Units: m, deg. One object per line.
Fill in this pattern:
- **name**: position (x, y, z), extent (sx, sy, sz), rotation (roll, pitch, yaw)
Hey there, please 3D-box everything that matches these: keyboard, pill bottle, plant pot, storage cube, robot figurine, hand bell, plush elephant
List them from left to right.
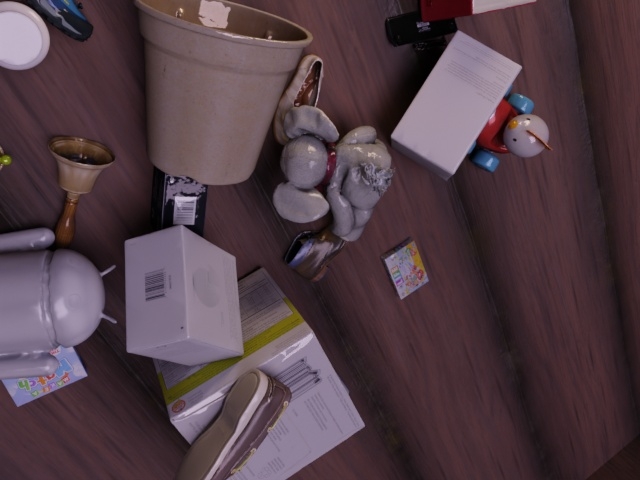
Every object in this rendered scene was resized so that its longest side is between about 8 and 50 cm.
- **pill bottle**: position (-0.529, -0.354, 1.017), extent (0.112, 0.187, 0.111), rotation (-10, 114, -23)
- **robot figurine**: position (-0.586, 0.120, 1.158), extent (0.354, 0.200, 0.299), rotation (-4, 78, -12)
- **hand bell**: position (-0.509, -0.077, 1.210), extent (0.126, 0.126, 0.241), rotation (7, 119, -30)
- **plant pot**: position (-0.214, -0.290, 1.157), extent (0.334, 0.333, 0.305), rotation (1, 122, -28)
- **plush elephant**: position (0.016, -0.157, 1.344), extent (0.256, 0.330, 0.271), rotation (17, 89, -2)
- **keyboard**: position (0.248, -0.513, 1.453), extent (0.192, 0.038, 0.100), rotation (-18, 94, -19)
- **storage cube**: position (0.356, -0.616, 1.351), extent (0.215, 0.193, 0.183), rotation (-17, 111, -19)

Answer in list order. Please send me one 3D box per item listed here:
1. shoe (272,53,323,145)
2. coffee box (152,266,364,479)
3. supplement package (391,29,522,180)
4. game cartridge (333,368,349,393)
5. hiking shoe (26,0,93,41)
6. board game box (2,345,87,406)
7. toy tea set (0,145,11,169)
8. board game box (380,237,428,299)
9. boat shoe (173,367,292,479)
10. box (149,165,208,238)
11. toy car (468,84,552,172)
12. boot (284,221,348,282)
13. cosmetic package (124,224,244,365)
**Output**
- **shoe**: position (-0.049, -0.321, 1.356), extent (0.077, 0.058, 0.218), rotation (15, 103, -31)
- **coffee box**: position (-0.161, 0.334, 1.406), extent (0.338, 0.334, 0.337), rotation (-31, 122, -10)
- **supplement package**: position (0.321, -0.319, 1.442), extent (0.178, 0.175, 0.292), rotation (33, 94, 6)
- **game cartridge**: position (-0.077, 0.460, 1.672), extent (0.297, 0.062, 0.198), rotation (-38, 127, -9)
- **hiking shoe**: position (-0.491, -0.494, 1.023), extent (0.132, 0.113, 0.304), rotation (-41, 123, -6)
- **board game box**: position (-0.634, 0.246, 1.302), extent (0.160, 0.039, 0.211), rotation (-23, 120, -18)
- **toy tea set**: position (-0.743, -0.100, 1.050), extent (0.336, 0.124, 0.199), rotation (3, 109, -28)
- **board game box**: position (0.243, 0.082, 1.693), extent (0.104, 0.026, 0.154), rotation (-33, 122, -11)
- **boat shoe**: position (-0.179, 0.407, 1.162), extent (0.097, 0.117, 0.324), rotation (34, 89, -30)
- **box**: position (-0.305, -0.087, 1.261), extent (0.093, 0.158, 0.155), rotation (1, 111, -25)
- **toy car**: position (0.504, -0.292, 1.546), extent (0.210, 0.238, 0.219), rotation (29, 95, -33)
- **boot**: position (0.000, 0.000, 1.502), extent (0.106, 0.082, 0.219), rotation (25, 100, -35)
- **cosmetic package**: position (-0.270, 0.119, 1.185), extent (0.138, 0.223, 0.225), rotation (-15, 157, 16)
